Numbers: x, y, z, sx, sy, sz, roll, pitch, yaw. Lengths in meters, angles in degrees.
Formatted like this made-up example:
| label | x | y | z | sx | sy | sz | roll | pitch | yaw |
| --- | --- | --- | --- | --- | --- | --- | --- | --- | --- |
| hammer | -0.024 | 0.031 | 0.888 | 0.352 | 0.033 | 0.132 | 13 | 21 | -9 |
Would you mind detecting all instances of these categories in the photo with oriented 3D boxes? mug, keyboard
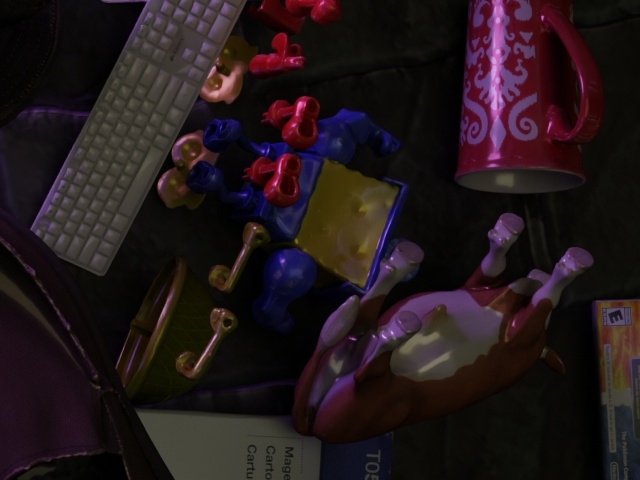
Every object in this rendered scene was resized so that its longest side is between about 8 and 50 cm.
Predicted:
| label | x | y | z | sx | sy | sz | roll | pitch | yaw |
| --- | --- | --- | --- | --- | --- | --- | --- | --- | --- |
| mug | 0.191 | -0.135 | 1.470 | 0.113 | 0.150 | 0.169 | 17 | 72 | -57 |
| keyboard | -0.145 | -0.098 | 1.340 | 0.072 | 0.014 | 0.256 | 27 | 93 | -19 |

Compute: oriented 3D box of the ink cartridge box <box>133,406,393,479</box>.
| label | x | y | z | sx | sy | sz | roll | pitch | yaw |
| --- | --- | --- | --- | --- | --- | --- | --- | --- | --- |
| ink cartridge box | -0.083 | 0.298 | 1.347 | 0.330 | 0.071 | 0.324 | 5 | 83 | -23 |

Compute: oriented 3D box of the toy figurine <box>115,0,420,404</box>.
| label | x | y | z | sx | sy | sz | roll | pitch | yaw |
| --- | --- | --- | --- | --- | --- | --- | --- | --- | --- |
| toy figurine | 0.000 | 0.000 | 1.344 | 0.217 | 0.191 | 0.362 | 30 | 67 | -29 |

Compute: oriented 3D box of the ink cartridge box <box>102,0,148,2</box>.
| label | x | y | z | sx | sy | sz | roll | pitch | yaw |
| --- | --- | --- | --- | --- | --- | --- | --- | --- | --- |
| ink cartridge box | -0.085 | -0.257 | 1.388 | 0.198 | 0.067 | 0.115 | -7 | 89 | -25 |

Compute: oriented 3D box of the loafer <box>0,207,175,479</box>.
| label | x | y | z | sx | sy | sz | roll | pitch | yaw |
| --- | --- | --- | --- | --- | --- | --- | --- | --- | --- |
| loafer | -0.196 | 0.121 | 1.181 | 0.134 | 0.130 | 0.366 | -35 | 101 | 2 |

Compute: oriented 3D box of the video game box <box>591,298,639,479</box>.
| label | x | y | z | sx | sy | sz | roll | pitch | yaw |
| --- | --- | --- | --- | --- | --- | --- | --- | --- | --- |
| video game box | 0.344 | 0.151 | 1.520 | 0.187 | 0.048 | 0.205 | -3 | 87 | 3 |

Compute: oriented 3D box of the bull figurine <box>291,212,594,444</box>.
| label | x | y | z | sx | sy | sz | roll | pitch | yaw |
| --- | --- | --- | --- | --- | --- | --- | --- | --- | --- |
| bull figurine | 0.113 | 0.074 | 1.377 | 0.310 | 0.188 | 0.101 | -22 | 57 | -35 |

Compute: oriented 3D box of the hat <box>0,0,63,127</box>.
| label | x | y | z | sx | sy | sz | roll | pitch | yaw |
| --- | --- | --- | --- | --- | --- | --- | --- | --- | --- |
| hat | -0.273 | -0.242 | 1.209 | 0.331 | 0.134 | 0.331 | 20 | 63 | -45 |
